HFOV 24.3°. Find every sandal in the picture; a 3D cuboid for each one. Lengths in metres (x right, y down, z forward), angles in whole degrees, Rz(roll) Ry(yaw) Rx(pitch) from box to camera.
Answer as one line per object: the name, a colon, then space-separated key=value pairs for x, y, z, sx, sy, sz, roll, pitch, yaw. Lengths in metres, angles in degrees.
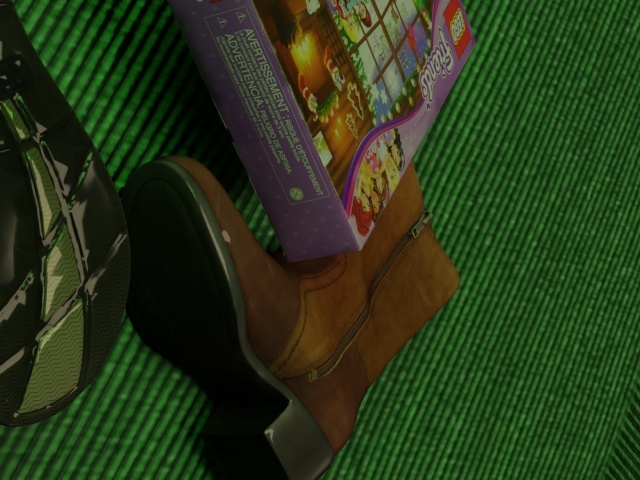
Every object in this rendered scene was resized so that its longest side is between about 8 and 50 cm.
sandal: x=-0.192 y=-0.050 z=0.792 sx=0.120 sy=0.086 sz=0.303 roll=-24 pitch=96 yaw=-42

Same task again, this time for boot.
boot: x=0.000 y=0.000 z=1.017 sx=0.280 sy=0.096 sz=0.264 roll=-49 pitch=121 yaw=-42

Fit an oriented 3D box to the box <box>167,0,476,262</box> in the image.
box: x=0.012 y=-0.149 z=0.982 sx=0.201 sy=0.057 sz=0.293 roll=66 pitch=31 yaw=-25
